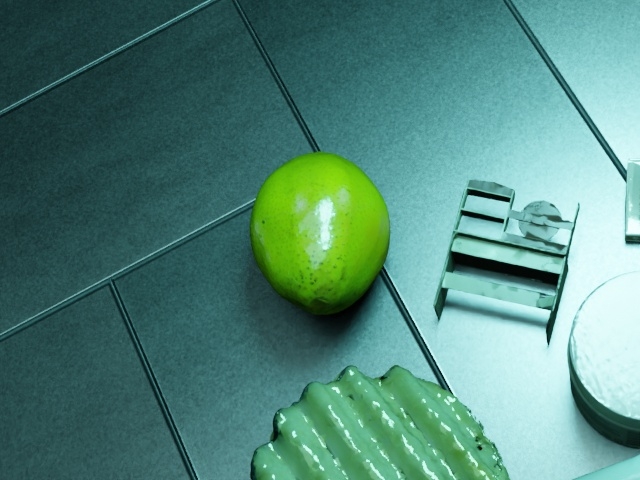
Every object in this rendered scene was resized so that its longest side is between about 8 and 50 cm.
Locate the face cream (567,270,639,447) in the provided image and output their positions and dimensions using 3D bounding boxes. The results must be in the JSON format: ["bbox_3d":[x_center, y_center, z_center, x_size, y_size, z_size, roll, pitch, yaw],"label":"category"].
[{"bbox_3d":[0.374,0.140,1.430,0.177,0.153,0.177,-4,69,11],"label":"face cream"}]

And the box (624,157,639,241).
[{"bbox_3d":[0.481,-0.050,1.552,0.198,0.029,0.109,2,68,15],"label":"box"}]

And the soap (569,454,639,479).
[{"bbox_3d":[0.185,0.397,1.237,0.446,0.156,0.261,-20,24,5],"label":"soap"}]

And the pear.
[{"bbox_3d":[0.000,0.000,1.553,0.187,0.187,0.220,-13,51,8],"label":"pear"}]

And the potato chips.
[{"bbox_3d":[0.076,0.355,1.458,0.358,0.070,0.429,-34,66,-6],"label":"potato chips"}]

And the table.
[{"bbox_3d":[0.235,0.025,1.559,0.146,0.062,0.175,12,72,17],"label":"table"}]
